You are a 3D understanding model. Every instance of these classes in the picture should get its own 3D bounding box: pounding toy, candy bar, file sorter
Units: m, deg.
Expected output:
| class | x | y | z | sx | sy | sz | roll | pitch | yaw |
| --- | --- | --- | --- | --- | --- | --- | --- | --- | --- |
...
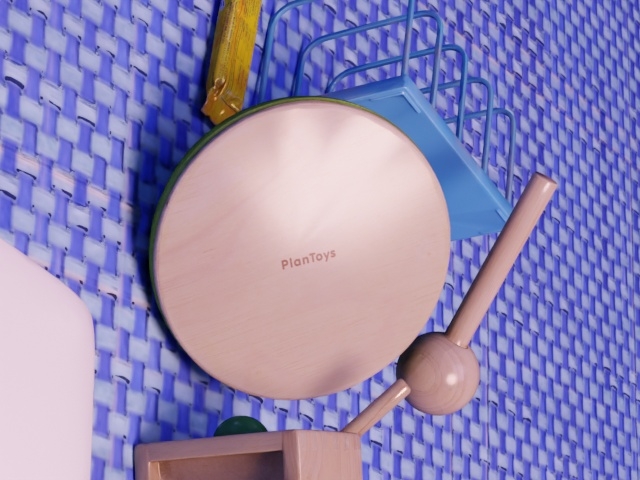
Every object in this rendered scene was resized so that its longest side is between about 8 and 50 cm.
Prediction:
| class | x | y | z | sx | sy | sz | roll | pitch | yaw |
| --- | --- | --- | --- | --- | --- | --- | --- | --- | --- |
| pounding toy | 0.000 | 0.000 | 1.163 | 0.236 | 0.110 | 0.183 | 15 | 100 | -22 |
| pounding toy | -0.024 | 0.151 | 1.074 | 0.100 | 0.130 | 0.141 | 14 | 71 | -59 |
| candy bar | -0.053 | -0.144 | 1.211 | 0.040 | 0.018 | 0.161 | 44 | 46 | -52 |
| file sorter | 0.048 | -0.083 | 1.274 | 0.170 | 0.118 | 0.104 | 47 | 42 | -45 |

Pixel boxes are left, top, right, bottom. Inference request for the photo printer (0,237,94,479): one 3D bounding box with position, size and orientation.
| class | x | y | z | sx | sy | sz | roll | pitch | yaw |
| --- | --- | --- | --- | --- | --- | --- | --- | --- | --- |
| photo printer | -0.195 | 0.128 | 0.770 | 0.256 | 0.107 | 0.308 | 42 | 41 | -53 |
